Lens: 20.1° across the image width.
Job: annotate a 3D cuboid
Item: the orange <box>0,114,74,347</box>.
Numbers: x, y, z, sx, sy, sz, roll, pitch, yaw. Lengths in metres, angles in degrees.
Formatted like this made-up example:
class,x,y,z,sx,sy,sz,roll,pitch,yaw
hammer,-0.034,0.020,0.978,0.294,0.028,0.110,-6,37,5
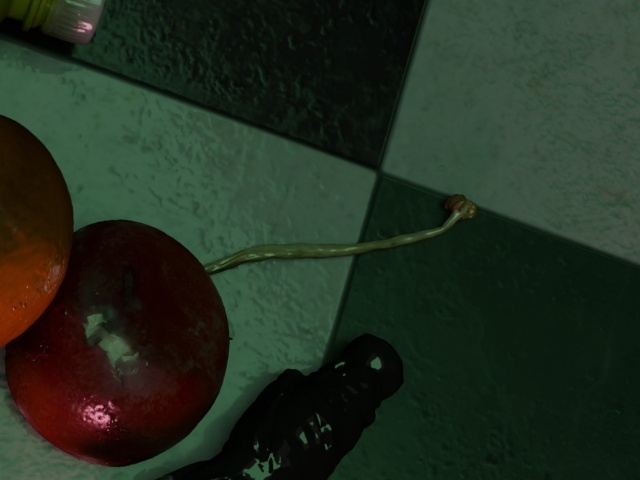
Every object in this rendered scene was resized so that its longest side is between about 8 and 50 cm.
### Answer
class,x,y,z,sx,sy,sz,roll,pitch,yaw
orange,-0.285,0.005,1.312,0.224,0.224,0.170,-31,135,-18

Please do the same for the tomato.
class,x,y,z,sx,sy,sz,roll,pitch,yaw
tomato,-0.149,0.082,1.396,0.173,0.099,0.189,32,83,-11

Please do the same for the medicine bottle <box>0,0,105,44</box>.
class,x,y,z,sx,sy,sz,roll,pitch,yaw
medicine bottle,-0.271,-0.211,1.384,0.212,0.122,0.122,16,79,-15

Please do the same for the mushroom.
class,x,y,z,sx,sy,sz,roll,pitch,yaw
mushroom,0.002,0.006,1.499,0.286,0.026,0.028,-15,72,-17

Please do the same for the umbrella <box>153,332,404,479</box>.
class,x,y,z,sx,sy,sz,roll,pitch,yaw
umbrella,-0.069,0.204,1.426,0.357,0.106,0.113,-43,106,-25
